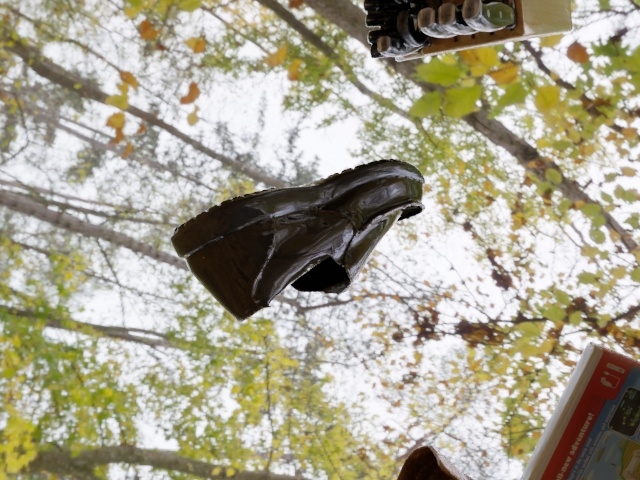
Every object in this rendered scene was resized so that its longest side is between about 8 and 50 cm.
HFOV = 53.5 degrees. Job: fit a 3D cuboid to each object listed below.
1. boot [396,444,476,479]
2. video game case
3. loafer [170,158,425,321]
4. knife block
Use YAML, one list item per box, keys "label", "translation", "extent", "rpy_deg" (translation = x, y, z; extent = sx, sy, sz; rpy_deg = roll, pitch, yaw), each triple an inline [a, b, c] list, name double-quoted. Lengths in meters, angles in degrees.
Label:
- label: "boot"
  translation: [0.090, 0.195, 0.294]
  extent: [0.073, 0.152, 0.197]
  rpy_deg: [-42, -176, 8]
- label: "video game case"
  translation: [0.315, 0.231, 0.526]
  extent: [0.285, 0.025, 0.204]
  rpy_deg: [23, -81, 3]
- label: "loafer"
  translation: [0.000, 0.000, 0.440]
  extent: [0.080, 0.220, 0.078]
  rpy_deg: [-22, -93, 48]
- label: "knife block"
  translation: [0.161, -0.223, 0.575]
  extent: [0.242, 0.275, 0.088]
  rpy_deg: [-138, -143, -72]
